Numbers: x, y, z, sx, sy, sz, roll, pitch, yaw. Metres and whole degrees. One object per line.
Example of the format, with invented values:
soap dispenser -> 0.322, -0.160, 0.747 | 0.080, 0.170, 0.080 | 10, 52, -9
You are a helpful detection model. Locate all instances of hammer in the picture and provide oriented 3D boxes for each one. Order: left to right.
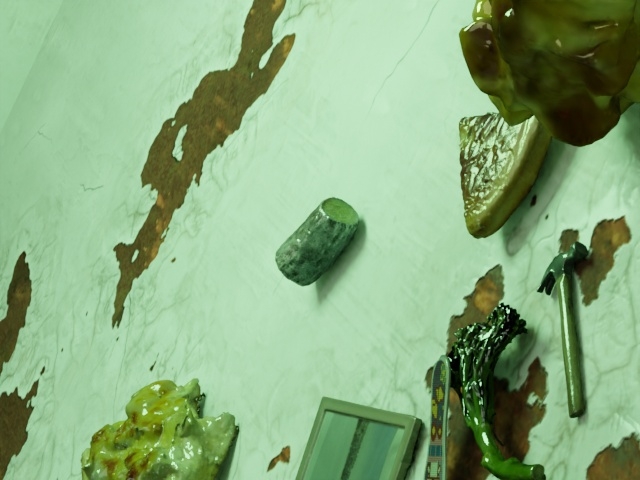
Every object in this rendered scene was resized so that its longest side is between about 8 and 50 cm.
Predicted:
hammer -> 0.233, 0.089, 1.843 | 0.062, 0.017, 0.182 | -42, 37, 43

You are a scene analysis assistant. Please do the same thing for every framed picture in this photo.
framed picture -> 0.010, 0.316, 2.089 | 0.213, 0.016, 0.289 | 4, 74, 63

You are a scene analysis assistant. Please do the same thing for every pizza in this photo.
pizza -> -0.214, 0.273, 2.430 | 0.223, 0.089, 0.323 | -55, 28, 0

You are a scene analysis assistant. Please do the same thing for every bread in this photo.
bread -> 0.199, -0.093, 2.011 | 0.136, 0.054, 0.154 | -45, 39, 41

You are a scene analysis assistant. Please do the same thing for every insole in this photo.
insole -> 0.115, 0.211, 1.928 | 0.065, 0.004, 0.197 | 165, 110, -74

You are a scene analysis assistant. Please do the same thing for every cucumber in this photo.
cucumber -> -0.002, 0.001, 2.310 | 0.112, 0.064, 0.064 | -47, 32, 29

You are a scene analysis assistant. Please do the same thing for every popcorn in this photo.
popcorn -> 0.252, -0.230, 1.841 | 0.332, 0.225, 0.265 | -86, 12, -52

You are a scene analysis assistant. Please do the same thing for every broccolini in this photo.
broccolini -> 0.181, 0.146, 1.846 | 0.271, 0.062, 0.123 | -115, 37, -64
